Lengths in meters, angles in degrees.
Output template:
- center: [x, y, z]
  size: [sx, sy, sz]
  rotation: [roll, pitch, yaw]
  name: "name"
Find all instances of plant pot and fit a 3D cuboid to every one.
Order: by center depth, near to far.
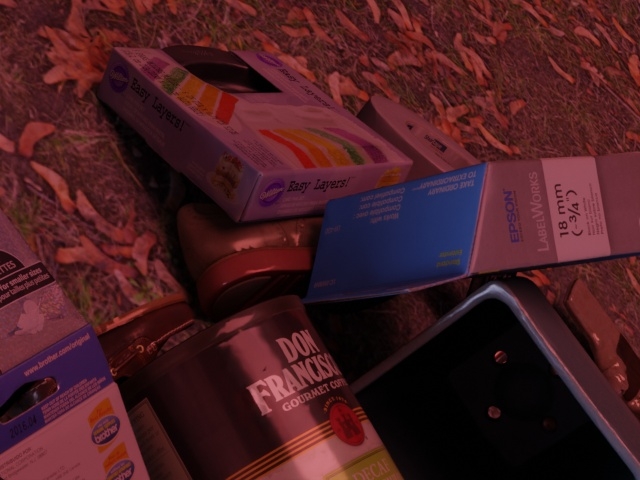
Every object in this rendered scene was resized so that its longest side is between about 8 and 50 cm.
- center: [0.186, 0.183, 1.410]
  size: [0.247, 0.248, 0.252]
  rotation: [53, 20, 5]
  name: "plant pot"

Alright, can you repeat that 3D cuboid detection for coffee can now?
- center: [-0.036, 0.215, 1.178]
  size: [0.201, 0.201, 0.275]
  rotation: [-18, 73, -51]
  name: "coffee can"

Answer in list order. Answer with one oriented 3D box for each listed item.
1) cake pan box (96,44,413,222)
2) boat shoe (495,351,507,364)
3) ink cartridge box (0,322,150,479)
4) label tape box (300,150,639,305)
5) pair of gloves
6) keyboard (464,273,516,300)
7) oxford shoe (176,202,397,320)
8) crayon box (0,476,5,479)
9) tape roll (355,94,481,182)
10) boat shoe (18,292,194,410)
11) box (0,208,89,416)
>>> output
- center: [-0.072, -0.121, 1.467]
  size: [0.245, 0.070, 0.267]
  rotation: [-4, 37, -48]
  name: "cake pan box"
- center: [0.228, 0.146, 1.632]
  size: [0.137, 0.049, 0.043]
  rotation: [-16, 73, -55]
  name: "boat shoe"
- center: [-0.194, 0.238, 1.017]
  size: [0.186, 0.065, 0.311]
  rotation: [-32, 111, -53]
  name: "ink cartridge box"
- center: [0.128, -0.011, 1.313]
  size: [0.333, 0.240, 0.106]
  rotation: [-7, 87, -38]
  name: "label tape box"
- center: [0.352, 0.180, 1.712]
  size: [0.204, 0.042, 0.240]
  rotation: [49, 33, -16]
  name: "pair of gloves"
- center: [0.211, 0.035, 1.612]
  size: [0.023, 0.180, 0.108]
  rotation: [30, 31, 26]
  name: "keyboard"
- center: [0.000, 0.000, 1.466]
  size: [0.348, 0.123, 0.130]
  rotation: [1, 53, -46]
  name: "oxford shoe"
- center: [-0.272, 0.303, 0.866]
  size: [0.202, 0.081, 0.318]
  rotation: [39, 81, -15]
  name: "crayon box"
- center: [0.127, -0.080, 1.632]
  size: [0.219, 0.072, 0.219]
  rotation: [34, 15, -11]
  name: "tape roll"
- center: [-0.187, 0.109, 1.226]
  size: [0.207, 0.073, 0.073]
  rotation: [-25, 79, -45]
  name: "boat shoe"
- center: [-0.324, 0.094, 1.020]
  size: [0.142, 0.163, 0.247]
  rotation: [51, 37, 3]
  name: "box"
